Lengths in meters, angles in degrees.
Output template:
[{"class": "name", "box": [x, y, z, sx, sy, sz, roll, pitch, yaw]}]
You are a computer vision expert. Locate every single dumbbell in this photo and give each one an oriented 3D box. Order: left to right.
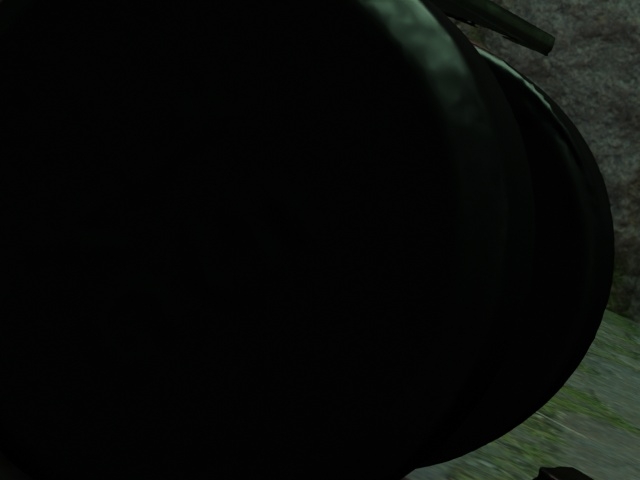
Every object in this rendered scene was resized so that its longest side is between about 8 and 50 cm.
[{"class": "dumbbell", "box": [0.000, 0.000, 0.682, 0.204, 0.203, 0.322, 25, 5, 14]}]

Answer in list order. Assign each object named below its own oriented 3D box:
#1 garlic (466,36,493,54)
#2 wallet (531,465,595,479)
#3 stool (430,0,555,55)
[{"class": "garlic", "box": [0.066, -0.017, 1.364, 0.245, 0.245, 0.253, 18, 39, -51]}, {"class": "wallet", "box": [0.185, 0.159, 0.906, 0.157, 0.018, 0.082, 26, 5, 29]}, {"class": "stool", "box": [-0.026, -0.070, 1.057, 0.170, 0.243, 0.270, 27, 6, 35]}]
